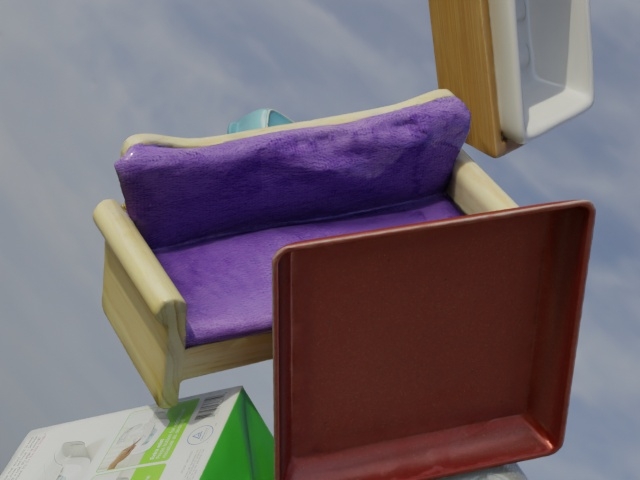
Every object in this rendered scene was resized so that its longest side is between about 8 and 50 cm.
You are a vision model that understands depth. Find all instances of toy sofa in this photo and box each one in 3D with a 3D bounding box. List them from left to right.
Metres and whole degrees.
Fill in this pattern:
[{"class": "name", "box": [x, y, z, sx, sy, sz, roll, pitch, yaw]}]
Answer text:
[{"class": "toy sofa", "box": [0.000, 0.000, 1.211, 0.150, 0.362, 0.177, 52, -37, 44]}]

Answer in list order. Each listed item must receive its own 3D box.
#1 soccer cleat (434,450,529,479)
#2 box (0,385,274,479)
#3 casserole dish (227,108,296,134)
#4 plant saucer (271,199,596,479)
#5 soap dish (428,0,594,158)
[{"class": "soccer cleat", "box": [0.053, 0.298, 1.211, 0.143, 0.331, 0.116, 37, -12, 34]}, {"class": "box", "box": [-0.171, 0.258, 1.129, 0.231, 0.262, 0.127, -15, -62, 25]}, {"class": "casserole dish", "box": [-0.012, -0.070, 1.442, 0.188, 0.037, 0.114, 36, 28, -24]}, {"class": "plant saucer", "box": [0.081, 0.084, 1.131, 0.048, 0.258, 0.259, -118, -156, -52]}, {"class": "soap dish", "box": [0.218, -0.263, 1.634, 0.118, 0.229, 0.291, 3, -71, 35]}]
